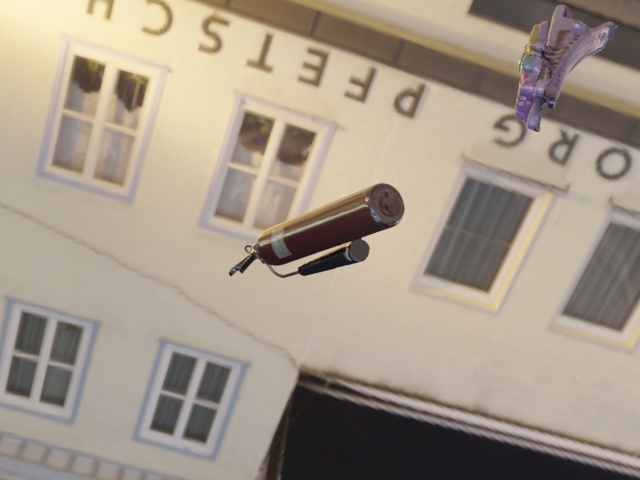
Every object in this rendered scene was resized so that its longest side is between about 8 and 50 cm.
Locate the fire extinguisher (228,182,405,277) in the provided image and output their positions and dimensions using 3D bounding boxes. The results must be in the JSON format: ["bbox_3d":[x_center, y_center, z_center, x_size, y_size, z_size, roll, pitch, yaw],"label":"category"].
[{"bbox_3d":[0.000,0.000,0.625,0.048,0.173,0.035,17,-111,-31],"label":"fire extinguisher"}]

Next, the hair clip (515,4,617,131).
[{"bbox_3d":[0.310,-0.234,1.228,0.090,0.137,0.278,26,-138,20],"label":"hair clip"}]
